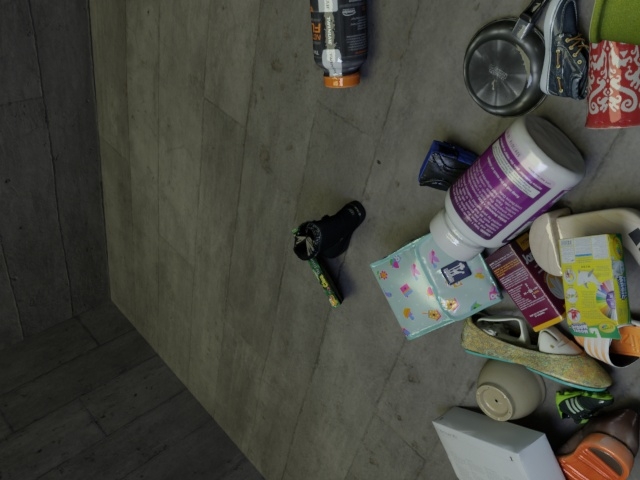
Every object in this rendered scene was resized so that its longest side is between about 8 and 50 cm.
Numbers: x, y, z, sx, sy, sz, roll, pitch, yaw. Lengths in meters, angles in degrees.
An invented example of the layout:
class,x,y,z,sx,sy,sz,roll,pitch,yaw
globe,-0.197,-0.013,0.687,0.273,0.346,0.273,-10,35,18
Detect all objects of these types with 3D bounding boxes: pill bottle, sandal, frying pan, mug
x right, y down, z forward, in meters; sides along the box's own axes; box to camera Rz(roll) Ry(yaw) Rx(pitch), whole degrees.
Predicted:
class,x,y,z,sx,sy,sz,roll,pitch,yaw
pill bottle,0.360,-0.092,1.148,0.169,0.169,0.301,52,131,14
pill bottle,0.045,-0.488,1.337,0.130,0.130,0.246,20,124,41
sandal,0.598,0.203,1.121,0.265,0.076,0.102,1,114,62
frying pan,0.393,-0.364,1.087,0.197,0.053,0.326,57,144,6
mug,0.521,-0.284,0.961,0.113,0.150,0.170,-119,19,-74

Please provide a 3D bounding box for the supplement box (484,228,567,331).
class,x,y,z,sx,sy,sz,roll,pitch,yaw
supplement box,0.455,0.083,1.220,0.188,0.104,0.081,56,141,8

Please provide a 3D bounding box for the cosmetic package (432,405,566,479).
class,x,y,z,sx,sy,sz,roll,pitch,yaw
cosmetic package,0.461,0.590,1.426,0.285,0.097,0.377,63,161,-3

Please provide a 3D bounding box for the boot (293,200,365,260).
class,x,y,z,sx,sy,sz,roll,pitch,yaw
boot,0.000,0.000,1.604,0.094,0.207,0.246,52,141,13

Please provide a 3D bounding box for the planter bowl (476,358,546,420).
class,x,y,z,sx,sy,sz,roll,pitch,yaw
planter bowl,0.448,0.369,1.389,0.162,0.109,0.162,25,127,38

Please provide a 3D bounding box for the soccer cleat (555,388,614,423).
class,x,y,z,sx,sy,sz,roll,pitch,yaw
soccer cleat,0.578,0.361,1.242,0.179,0.060,0.073,123,142,-72

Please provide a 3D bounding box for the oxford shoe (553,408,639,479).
class,x,y,z,sx,sy,sz,roll,pitch,yaw
oxford shoe,0.611,0.479,1.273,0.130,0.132,0.364,37,154,18

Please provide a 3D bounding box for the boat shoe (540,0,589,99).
class,x,y,z,sx,sy,sz,roll,pitch,yaw
boat shoe,0.447,-0.343,1.012,0.083,0.065,0.184,36,144,48

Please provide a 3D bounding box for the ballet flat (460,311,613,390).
class,x,y,z,sx,sy,sz,roll,pitch,yaw
ballet flat,0.474,0.235,1.289,0.348,0.123,0.123,12,119,45

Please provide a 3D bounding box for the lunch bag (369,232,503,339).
class,x,y,z,sx,sy,sz,roll,pitch,yaw
lunch bag,0.285,0.090,1.380,0.262,0.160,0.224,-30,83,40

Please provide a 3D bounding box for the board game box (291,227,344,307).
class,x,y,z,sx,sy,sz,roll,pitch,yaw
board game box,-0.006,0.079,1.733,0.030,0.136,0.260,-30,87,8

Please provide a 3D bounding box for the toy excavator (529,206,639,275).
class,x,y,z,sx,sy,sz,roll,pitch,yaw
toy excavator,0.624,0.048,0.967,0.445,0.222,0.433,64,145,22

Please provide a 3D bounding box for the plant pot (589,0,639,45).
class,x,y,z,sx,sy,sz,roll,pitch,yaw
plant pot,0.570,-0.379,0.669,0.352,0.366,0.367,24,129,24

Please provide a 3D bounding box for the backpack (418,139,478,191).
class,x,y,z,sx,sy,sz,roll,pitch,yaw
backpack,0.292,-0.166,1.269,0.120,0.101,0.098,19,136,1

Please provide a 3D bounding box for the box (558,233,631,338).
class,x,y,z,sx,sy,sz,roll,pitch,yaw
box,0.483,0.081,1.005,0.105,0.043,0.179,-10,82,62
